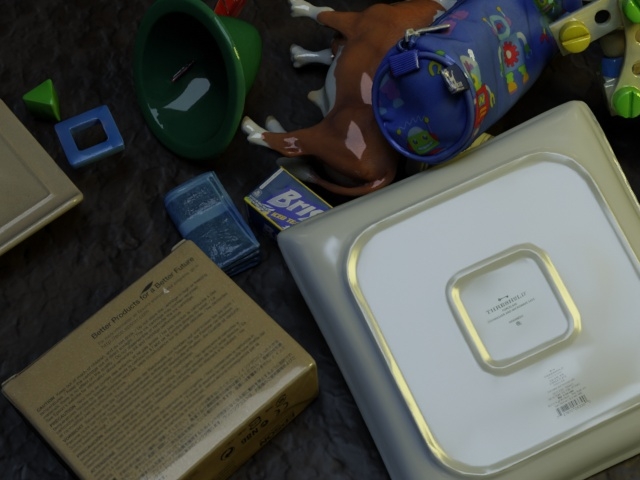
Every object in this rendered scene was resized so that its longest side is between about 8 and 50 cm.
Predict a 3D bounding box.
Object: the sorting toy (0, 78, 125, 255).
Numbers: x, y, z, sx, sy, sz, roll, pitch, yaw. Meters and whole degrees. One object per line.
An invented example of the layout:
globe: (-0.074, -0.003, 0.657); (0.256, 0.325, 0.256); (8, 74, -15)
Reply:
sorting toy: (-0.374, -0.045, 1.346); (0.347, 0.047, 0.196); (-36, 60, -16)

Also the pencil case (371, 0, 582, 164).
pencil case: (0.164, -0.199, 1.302); (0.119, 0.133, 0.306); (-3, 28, 37)

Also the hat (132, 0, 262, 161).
hat: (-0.084, -0.206, 1.391); (0.173, 0.208, 0.183); (38, 38, 27)

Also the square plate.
square plate: (0.183, 0.068, 1.199); (0.347, 0.049, 0.344); (-24, 75, -7)

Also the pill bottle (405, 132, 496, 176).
pill bottle: (0.164, -0.075, 1.313); (0.137, 0.078, 0.078); (22, 64, 15)

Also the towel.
towel: (-0.115, -0.015, 1.323); (0.067, 0.029, 0.119); (-27, 63, -11)

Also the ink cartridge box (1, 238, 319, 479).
ink cartridge box: (-0.149, 0.145, 1.201); (0.234, 0.088, 0.193); (-40, 64, -17)

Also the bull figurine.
bull figurine: (0.043, -0.182, 1.370); (0.188, 0.101, 0.310); (9, 55, 16)

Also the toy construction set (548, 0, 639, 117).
toy construction set: (0.399, -0.216, 1.258); (0.327, 0.215, 0.151); (-11, 22, 22)

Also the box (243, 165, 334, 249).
box: (0.000, 0.000, 1.294); (0.169, 0.054, 0.059); (39, 69, 22)
